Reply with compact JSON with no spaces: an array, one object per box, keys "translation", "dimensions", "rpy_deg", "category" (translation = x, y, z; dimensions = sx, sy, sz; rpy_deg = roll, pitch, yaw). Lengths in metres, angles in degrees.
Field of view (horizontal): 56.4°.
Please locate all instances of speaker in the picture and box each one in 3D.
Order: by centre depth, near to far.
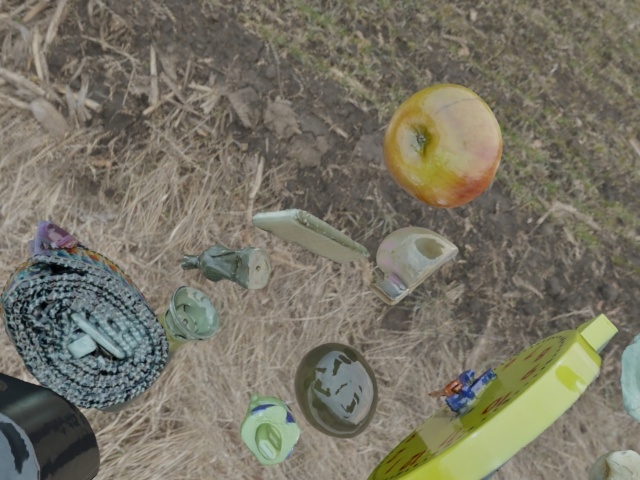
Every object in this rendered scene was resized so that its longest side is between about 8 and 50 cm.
[{"translation":[-0.461,0.185,0.715],"dimensions":[0.388,0.180,0.184],"rpy_deg":[18,95,4],"category":"speaker"}]

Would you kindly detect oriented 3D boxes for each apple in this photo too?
[{"translation":[0.282,-0.219,1.388],"dimensions":[0.233,0.286,0.286],"rpy_deg":[-8,69,-51],"category":"apple"}]

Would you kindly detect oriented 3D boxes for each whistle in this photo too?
[{"translation":[-0.080,0.302,0.953],"dimensions":[0.085,0.227,0.105],"rpy_deg":[-38,88,-6],"category":"whistle"}]

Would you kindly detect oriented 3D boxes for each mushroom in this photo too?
[{"translation":[0.494,0.416,0.990],"dimensions":[0.099,0.096,0.278],"rpy_deg":[-45,134,-14],"category":"mushroom"},{"translation":[0.217,0.034,1.502],"dimensions":[0.236,0.173,0.162],"rpy_deg":[-38,73,-12],"category":"mushroom"}]

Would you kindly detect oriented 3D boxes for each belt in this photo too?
[{"translation":[-0.397,0.131,0.983],"dimensions":[0.207,0.160,0.295],"rpy_deg":[-48,123,-9],"category":"belt"}]

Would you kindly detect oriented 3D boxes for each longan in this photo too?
[{"translation":[0.035,0.336,1.355],"dimensions":[0.196,0.197,0.220],"rpy_deg":[2,44,-28],"category":"longan"}]

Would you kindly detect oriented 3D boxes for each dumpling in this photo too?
[{"translation":[0.646,0.268,1.138],"dimensions":[0.216,0.149,0.105],"rpy_deg":[41,26,-12],"category":"dumpling"}]

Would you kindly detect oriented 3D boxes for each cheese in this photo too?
[{"translation":[0.001,-0.003,1.111],"dimensions":[0.400,0.085,0.034],"rpy_deg":[24,57,-66],"category":"cheese"}]

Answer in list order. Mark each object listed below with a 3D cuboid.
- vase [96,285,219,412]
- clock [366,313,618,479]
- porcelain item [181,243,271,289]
[{"translation":[-0.364,0.226,1.265],"dimensions":[0.173,0.321,0.173],"rpy_deg":[42,29,-30],"category":"vase"},{"translation":[0.160,0.179,0.631],"dimensions":[0.071,0.277,0.293],"rpy_deg":[52,40,12],"category":"clock"},{"translation":[-0.202,0.045,1.202],"dimensions":[0.069,0.215,0.081],"rpy_deg":[-1,95,-55],"category":"porcelain item"}]
